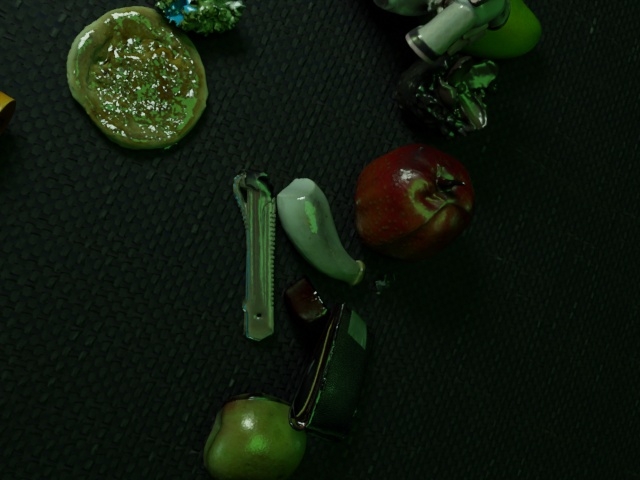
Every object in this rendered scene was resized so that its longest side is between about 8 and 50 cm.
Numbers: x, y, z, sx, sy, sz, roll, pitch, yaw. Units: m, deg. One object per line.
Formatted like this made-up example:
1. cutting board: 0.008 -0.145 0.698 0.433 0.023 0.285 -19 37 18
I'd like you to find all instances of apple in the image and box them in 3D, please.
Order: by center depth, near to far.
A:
1. apple: -0.127 0.409 1.127 0.188 0.174 0.207 26 97 -17

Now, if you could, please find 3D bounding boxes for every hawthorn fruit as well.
1. hawthorn fruit: 0.208 -0.079 1.182 0.254 0.300 0.254 1 86 -21

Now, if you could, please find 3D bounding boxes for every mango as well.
1. mango: 0.385 -0.535 1.333 0.343 0.156 0.192 11 96 -24

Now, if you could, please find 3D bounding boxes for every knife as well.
1. knife: -0.135 0.031 1.190 0.089 0.043 0.365 -1 93 12

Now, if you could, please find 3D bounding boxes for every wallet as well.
1. wallet: 0.030 0.279 1.170 0.221 0.071 0.262 48 60 -56

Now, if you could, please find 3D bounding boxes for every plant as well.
1. plant: 0.292 -0.327 1.248 0.178 0.234 0.204 -45 122 -18

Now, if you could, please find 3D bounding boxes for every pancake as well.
1. pancake: -0.350 -0.319 1.104 0.282 0.049 0.282 -1 93 -22

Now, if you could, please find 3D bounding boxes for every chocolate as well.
1. chocolate: -0.022 0.159 1.197 0.080 0.125 0.148 -30 105 -2

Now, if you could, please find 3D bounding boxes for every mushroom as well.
1. mushroom: 0.000 0.000 1.212 0.118 0.103 0.270 -42 110 -32

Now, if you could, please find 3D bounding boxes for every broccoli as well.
1. broccoli: -0.235 -0.480 1.088 0.167 0.160 0.154 43 58 -2

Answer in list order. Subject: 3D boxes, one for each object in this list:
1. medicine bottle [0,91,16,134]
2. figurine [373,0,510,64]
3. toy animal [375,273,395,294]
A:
1. medicine bottle: -0.642 -0.255 0.934 0.222 0.149 0.112 32 78 -18
2. figurine: 0.229 -0.556 1.136 0.253 0.211 0.361 -26 71 -31
3. toy animal: 0.141 0.104 1.298 0.084 0.050 0.028 -20 70 -52
